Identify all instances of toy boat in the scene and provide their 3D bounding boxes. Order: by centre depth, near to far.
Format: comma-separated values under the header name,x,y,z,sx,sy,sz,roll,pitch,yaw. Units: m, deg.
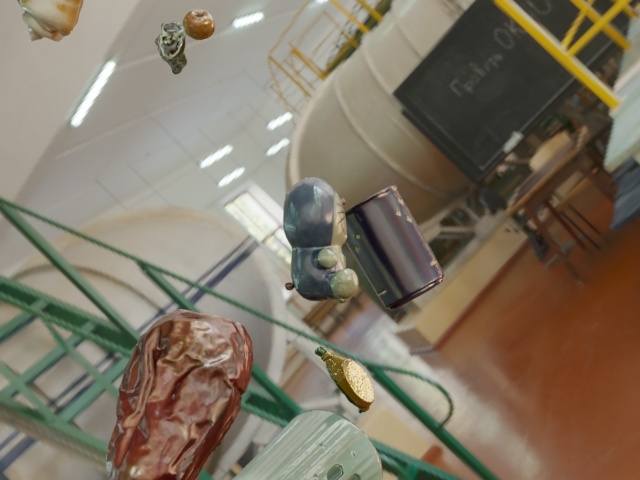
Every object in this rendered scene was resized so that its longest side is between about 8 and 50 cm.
name,x,y,z,sx,sy,sz,roll,pitch,yaw
toy boat,0.074,0.375,2.247,0.089,0.230,0.088,-42,12,-36

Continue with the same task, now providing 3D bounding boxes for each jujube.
name,x,y,z,sx,sy,sz,roll,pitch,yaw
jujube,-0.235,0.274,1.349,0.216,0.216,0.342,-46,24,55

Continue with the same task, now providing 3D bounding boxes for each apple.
name,x,y,z,sx,sy,sz,roll,pitch,yaw
apple,-0.309,-0.546,2.103,0.084,0.084,0.071,-46,-20,-43

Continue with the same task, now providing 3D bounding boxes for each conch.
name,x,y,z,sx,sy,sz,roll,pitch,yaw
conch,-0.613,-0.566,1.884,0.158,0.127,0.255,52,124,50

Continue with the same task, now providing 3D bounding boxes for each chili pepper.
name,x,y,z,sx,sy,sz,roll,pitch,yaw
chili pepper,-0.339,-0.426,1.917,0.227,0.059,0.088,127,164,-81

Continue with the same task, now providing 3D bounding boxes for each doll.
name,x,y,z,sx,sy,sz,roll,pitch,yaw
doll,0.000,0.000,1.716,0.228,0.153,0.259,68,-159,-84

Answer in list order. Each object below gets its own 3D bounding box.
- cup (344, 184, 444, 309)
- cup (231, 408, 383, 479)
name,x,y,z,sx,sy,sz,roll,pitch,yaw
cup,0.184,0.015,2.011,0.178,0.256,0.255,-32,-5,27
cup,-0.026,0.670,2.077,0.310,0.401,0.392,-47,-12,30
